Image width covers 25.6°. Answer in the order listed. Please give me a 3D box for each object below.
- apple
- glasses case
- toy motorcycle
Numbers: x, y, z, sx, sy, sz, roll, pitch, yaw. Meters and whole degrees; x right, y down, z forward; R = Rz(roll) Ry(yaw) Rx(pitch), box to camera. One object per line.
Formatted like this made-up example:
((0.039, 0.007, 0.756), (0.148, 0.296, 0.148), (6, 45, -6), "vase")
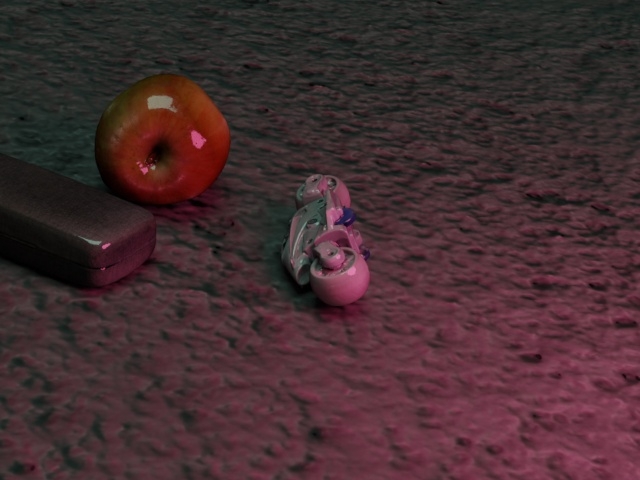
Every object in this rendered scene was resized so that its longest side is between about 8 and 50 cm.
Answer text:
((-0.211, -0.139, 1.887), (0.199, 0.199, 0.199), (5, 29, -3), "apple")
((-0.364, -0.035, 1.755), (0.323, 0.074, 0.131), (20, 30, 23), "glasses case")
((0.000, 0.000, 1.767), (0.112, 0.112, 0.254), (2, 30, -9), "toy motorcycle")
